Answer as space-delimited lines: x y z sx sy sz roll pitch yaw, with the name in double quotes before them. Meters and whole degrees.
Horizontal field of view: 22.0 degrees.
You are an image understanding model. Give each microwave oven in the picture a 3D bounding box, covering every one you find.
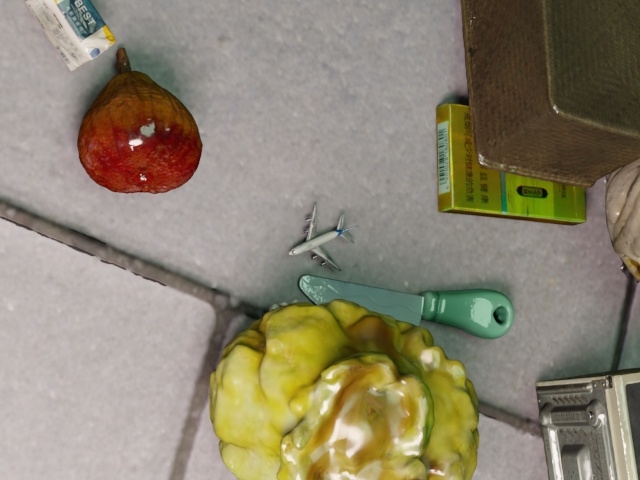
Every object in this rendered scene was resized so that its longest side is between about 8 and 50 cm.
"microwave oven" 0.337 0.262 1.797 0.145 0.194 0.240 -6 85 -28

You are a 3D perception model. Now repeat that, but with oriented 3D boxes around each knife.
"knife" 0.092 0.076 1.771 0.260 0.034 0.063 5 86 -25

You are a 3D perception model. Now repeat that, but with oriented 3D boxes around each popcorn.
"popcorn" 0.026 0.181 1.588 0.224 0.270 0.258 -52 146 16

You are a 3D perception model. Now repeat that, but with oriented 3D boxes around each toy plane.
"toy plane" -0.001 0.000 1.724 0.084 0.024 0.078 -23 95 -26

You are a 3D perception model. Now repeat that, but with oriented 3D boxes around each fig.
"fig" -0.190 -0.108 1.596 0.119 0.153 0.119 -26 138 -26

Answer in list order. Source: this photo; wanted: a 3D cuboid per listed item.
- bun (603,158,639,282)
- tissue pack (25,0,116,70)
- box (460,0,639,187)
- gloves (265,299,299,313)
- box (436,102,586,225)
"bun" 0.436 -0.019 1.885 0.205 0.281 0.281 -28 99 4
"tissue pack" -0.240 -0.211 1.585 0.042 0.062 0.083 -40 103 -26
"box" 0.272 -0.216 1.836 0.184 0.143 0.273 10 67 -29
"gloves" -0.018 0.087 1.690 0.081 0.037 0.044 28 41 -14
"box" 0.218 -0.085 1.869 0.193 0.030 0.121 5 79 -32
